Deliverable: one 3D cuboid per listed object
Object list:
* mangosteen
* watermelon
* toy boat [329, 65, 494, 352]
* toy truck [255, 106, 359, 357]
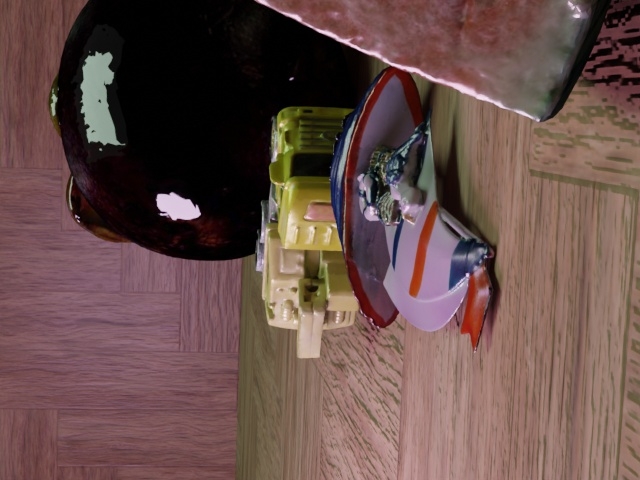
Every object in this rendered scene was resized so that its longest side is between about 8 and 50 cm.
[{"bbox_3d":[-0.171,-0.160,1.395,0.382,0.435,0.382,10,-103,-53],"label":"mangosteen"},{"bbox_3d":[0.034,-0.160,0.591,0.250,0.293,0.283,57,-161,-45],"label":"watermelon"},{"bbox_3d":[0.074,0.006,0.925,0.318,0.072,0.219,-111,24,-46],"label":"toy boat"},{"bbox_3d":[0.000,0.000,1.169,0.272,0.124,0.157,101,168,-51],"label":"toy truck"}]
